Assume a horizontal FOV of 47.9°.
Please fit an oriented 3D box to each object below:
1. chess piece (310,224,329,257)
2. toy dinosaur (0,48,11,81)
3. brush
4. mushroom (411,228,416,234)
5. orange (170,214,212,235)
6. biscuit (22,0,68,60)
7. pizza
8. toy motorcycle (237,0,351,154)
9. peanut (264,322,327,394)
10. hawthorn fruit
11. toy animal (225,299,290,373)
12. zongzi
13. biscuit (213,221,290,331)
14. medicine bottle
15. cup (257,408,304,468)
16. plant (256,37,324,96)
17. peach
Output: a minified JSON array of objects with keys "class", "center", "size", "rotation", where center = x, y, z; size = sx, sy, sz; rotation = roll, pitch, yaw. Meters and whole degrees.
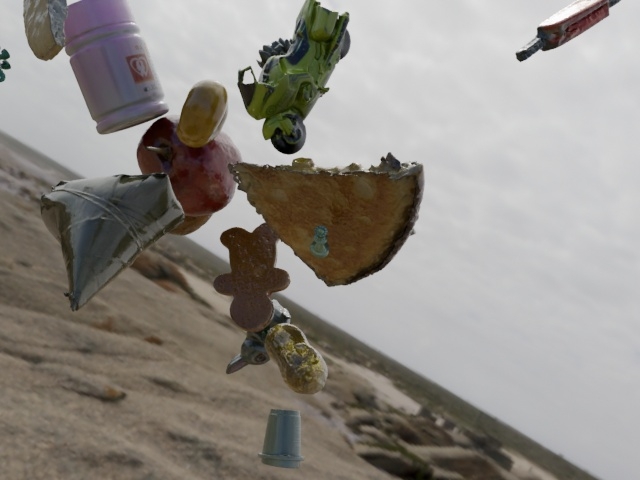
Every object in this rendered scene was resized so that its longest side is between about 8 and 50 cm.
[{"class":"chess piece","center":[0.000,0.000,1.512],"size":[0.042,0.042,0.093],"rotation":[31,-25,13]},{"class":"toy dinosaur","center":[-0.813,-0.433,1.760],"size":[0.132,0.096,0.059],"rotation":[45,-34,12]},{"class":"brush","center":[0.502,-0.442,1.457],"size":[0.070,0.323,0.051],"rotation":[24,-38,46]},{"class":"mushroom","center":[0.107,-0.071,1.926],"size":[0.350,0.128,0.128],"rotation":[11,-1,-16]},{"class":"orange","center":[-0.441,-0.140,2.268],"size":[0.264,0.264,0.264],"rotation":[32,-7,4]},{"class":"biscuit","center":[-0.518,-0.441,1.348],"size":[0.040,0.188,0.265],"rotation":[3,37,-38]},{"class":"pizza","center":[0.044,-0.034,1.599],"size":[0.435,0.080,0.392],"rotation":[6,-43,26]},{"class":"toy motorcycle","center":[-0.064,-0.375,1.594],"size":[0.206,0.342,0.142],"rotation":[33,-11,-38]},{"class":"peanut","center":[-0.048,0.231,1.404],"size":[0.087,0.087,0.207],"rotation":[36,4,-32]},{"class":"hawthorn fruit","center":[-0.376,-0.214,1.966],"size":[0.287,0.287,0.330],"rotation":[29,3,25]},{"class":"toy animal","center":[-0.183,0.297,2.119],"size":[0.125,0.251,0.127],"rotation":[34,8,23]},{"class":"zongzi","center":[-0.576,-0.003,1.630],"size":[0.447,0.418,0.181],"rotation":[-1,-50,30]},{"class":"biscuit","center":[-0.193,0.104,2.034],"size":[0.216,0.339,0.047],"rotation":[-9,-30,1]},{"class":"medicine bottle","center":[-0.539,-0.454,1.870],"size":[0.315,0.202,0.202],"rotation":[71,-16,-9]},{"class":"cup","center":[-0.095,0.502,1.834],"size":[0.120,0.141,0.120],"rotation":[6,-11,1]},{"class":"plant","center":[-0.076,-0.447,1.899],"size":[0.194,0.129,0.132],"rotation":[59,-20,-4]},{"class":"peach","center":[-0.289,-0.311,1.779],"size":[0.103,0.179,0.179],"rotation":[29,-7,-1]}]
